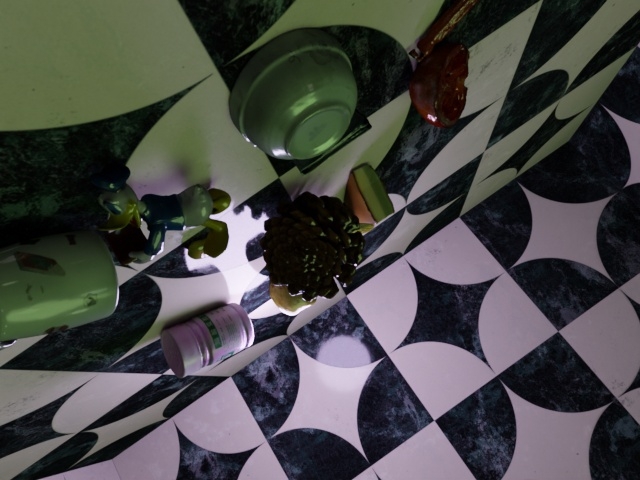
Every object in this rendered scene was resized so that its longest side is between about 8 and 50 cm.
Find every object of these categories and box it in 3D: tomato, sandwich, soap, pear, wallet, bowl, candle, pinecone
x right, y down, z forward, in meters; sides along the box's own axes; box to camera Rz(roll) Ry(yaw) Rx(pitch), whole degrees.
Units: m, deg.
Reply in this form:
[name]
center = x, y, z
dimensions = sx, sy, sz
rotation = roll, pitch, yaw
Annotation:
[tomato]
center = 0.337, -0.452, 1.321
dimensions = 0.200, 0.140, 0.232
rotation = -26, 125, -44
[sandwich]
center = 0.162, -0.179, 1.721
dimensions = 0.108, 0.219, 0.186
rotation = -32, -163, -17
[soap]
center = -0.347, 0.017, 1.414
dimensions = 0.140, 0.045, 0.088
rotation = -24, 154, -30
[pear]
center = -0.124, 0.216, 2.028
dimensions = 0.189, 0.211, 0.228
rotation = -23, 179, 23
[wallet]
center = 0.019, -0.268, 1.192
dimensions = 0.222, 0.167, 0.036
rotation = -37, 125, 4
[bowl]
center = -0.040, -0.300, 1.031
dimensions = 0.307, 0.163, 0.307
rotation = -28, 161, -11
[candle]
center = 0.360, -0.596, 1.160
dimensions = 0.329, 0.048, 0.051
rotation = -44, -160, 22
[pinecone]
center = 0.000, 0.000, 1.540
dimensions = 0.385, 0.384, 0.384
rotation = -31, 160, -13

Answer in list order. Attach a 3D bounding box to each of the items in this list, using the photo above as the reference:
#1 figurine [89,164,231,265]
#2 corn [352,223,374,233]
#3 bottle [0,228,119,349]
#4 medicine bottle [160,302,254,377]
[figurine]
center = -0.397, -0.068, 1.036
dimensions = 0.284, 0.204, 0.338
rotation = -31, 149, 10
[corn]
center = 0.116, -0.075, 1.866
dimensions = 0.305, 0.122, 0.123
rotation = -13, 143, -48
[bottle]
center = -0.624, 0.113, 0.915
dimensions = 0.352, 0.229, 0.229
rotation = -19, 155, -47
[medicine bottle]
center = -0.464, 0.405, 1.876
dimensions = 0.326, 0.212, 0.212
rotation = -18, 154, -38
